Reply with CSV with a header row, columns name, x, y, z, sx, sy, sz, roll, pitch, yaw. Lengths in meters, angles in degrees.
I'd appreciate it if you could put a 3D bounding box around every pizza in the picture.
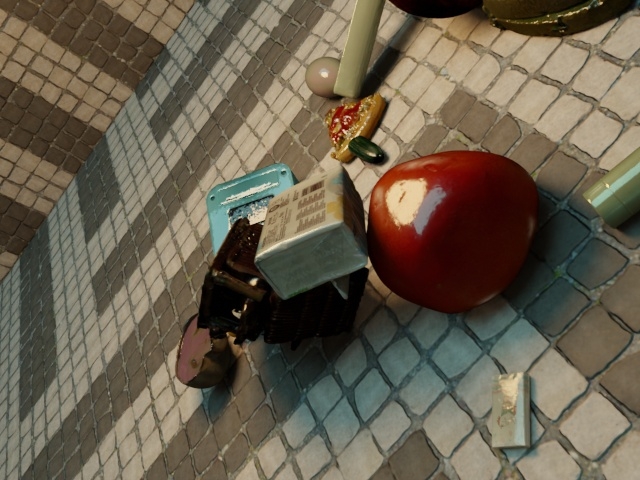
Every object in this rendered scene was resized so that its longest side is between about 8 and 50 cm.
name,x,y,z,sx,sy,sz,roll,pitch,yaw
pizza,0.057,-0.284,1.595,0.188,0.062,0.199,-57,34,-1

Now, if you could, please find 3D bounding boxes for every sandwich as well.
name,x,y,z,sx,sy,sz,roll,pitch,yaw
sandwich,0.438,-0.480,1.225,0.212,0.109,0.292,-56,35,7

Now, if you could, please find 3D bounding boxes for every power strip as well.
name,x,y,z,sx,sy,sz,roll,pitch,yaw
power strip,0.110,-0.523,1.545,0.091,0.063,0.385,-50,-23,-69

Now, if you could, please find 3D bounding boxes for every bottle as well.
name,x,y,z,sx,sy,sz,roll,pitch,yaw
bottle,0.473,-0.106,0.941,0.201,0.072,0.072,-43,38,21

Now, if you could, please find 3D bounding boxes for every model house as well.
name,x,y,z,sx,sy,sz,roll,pitch,yaw
model house,-0.071,0.127,1.271,0.297,0.283,0.317,-76,3,-49

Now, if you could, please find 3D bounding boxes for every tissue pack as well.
name,x,y,z,sx,sy,sz,roll,pitch,yaw
tissue pack,0.276,0.246,0.968,0.056,0.023,0.108,-22,50,41
tissue pack,0.000,0.000,1.119,0.159,0.145,0.229,-25,24,13

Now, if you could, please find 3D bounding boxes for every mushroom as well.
name,x,y,z,sx,sy,sz,roll,pitch,yaw
mushroom,-0.262,0.259,1.541,0.141,0.117,0.188,-28,47,22

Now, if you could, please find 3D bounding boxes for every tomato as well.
name,x,y,z,sx,sy,sz,roll,pitch,yaw
tomato,0.202,-0.027,1.086,0.299,0.226,0.298,-26,48,34

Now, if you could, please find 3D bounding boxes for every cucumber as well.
name,x,y,z,sx,sy,sz,roll,pitch,yaw
cucumber,0.107,-0.196,1.482,0.048,0.048,0.105,-55,40,6

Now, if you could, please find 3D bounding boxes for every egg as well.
name,x,y,z,sx,sy,sz,roll,pitch,yaw
egg,0.018,-0.415,1.699,0.135,0.103,0.103,24,84,53

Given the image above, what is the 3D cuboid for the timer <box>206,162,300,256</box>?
name,x,y,z,sx,sy,sz,roll,pitch,yaw
timer,-0.147,-0.041,1.609,0.232,0.091,0.249,-18,58,12

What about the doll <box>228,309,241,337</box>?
name,x,y,z,sx,sy,sz,roll,pitch,yaw
doll,-0.159,0.168,1.528,0.127,0.073,0.084,-38,8,31

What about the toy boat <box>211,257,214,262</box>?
name,x,y,z,sx,sy,sz,roll,pitch,yaw
toy boat,-0.215,0.028,1.676,0.129,0.088,0.295,-12,56,46

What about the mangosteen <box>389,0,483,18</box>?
name,x,y,z,sx,sy,sz,roll,pitch,yaw
mangosteen,0.247,-0.602,1.357,0.297,0.297,0.293,-25,15,39
